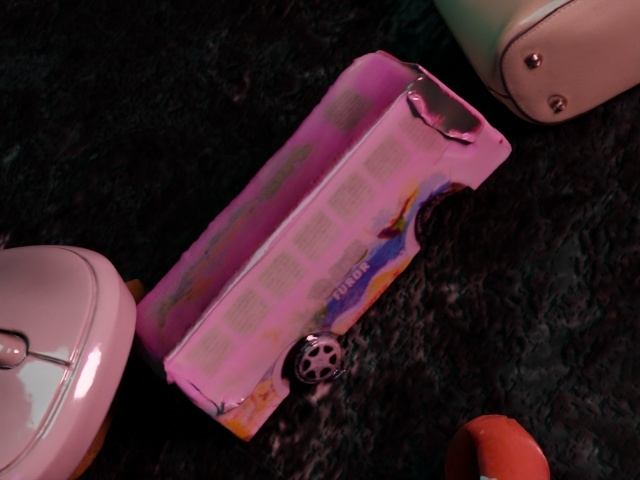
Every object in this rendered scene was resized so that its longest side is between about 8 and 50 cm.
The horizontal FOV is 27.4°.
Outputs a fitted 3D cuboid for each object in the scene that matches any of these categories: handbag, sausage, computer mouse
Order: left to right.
[{"bbox_3d":[-0.239,0.087,0.889,0.297,0.121,0.184,-13,49,59],"label":"computer mouse"},{"bbox_3d":[0.104,0.147,0.756,0.059,0.054,0.094,-45,38,48],"label":"sausage"},{"bbox_3d":[0.173,-0.240,0.932,0.241,0.109,0.315,-27,48,12],"label":"handbag"}]

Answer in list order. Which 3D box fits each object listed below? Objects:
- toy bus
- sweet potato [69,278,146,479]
[{"bbox_3d":[0.000,0.000,0.878,0.274,0.112,0.090,-49,41,-3],"label":"toy bus"},{"bbox_3d":[-0.168,0.111,0.937,0.182,0.054,0.053,-65,18,-14],"label":"sweet potato"}]
